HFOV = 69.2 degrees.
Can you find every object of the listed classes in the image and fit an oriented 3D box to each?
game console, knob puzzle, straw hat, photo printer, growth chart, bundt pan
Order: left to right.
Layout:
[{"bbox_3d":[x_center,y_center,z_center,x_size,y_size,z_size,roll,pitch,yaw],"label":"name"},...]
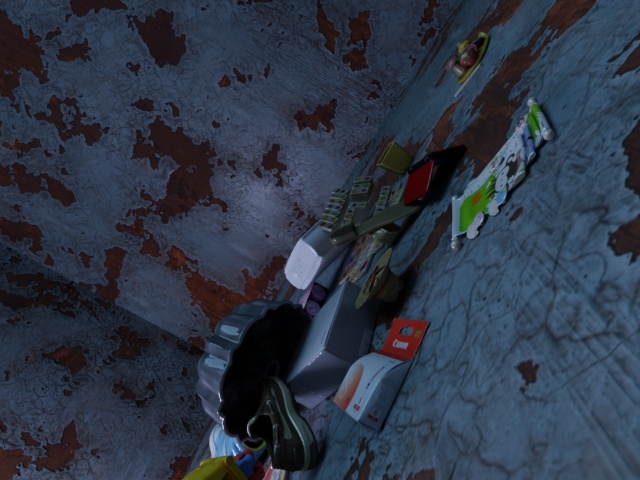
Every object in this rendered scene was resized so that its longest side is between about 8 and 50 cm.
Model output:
[{"bbox_3d":[-0.157,0.283,1.082,0.331,0.124,0.331,-27,-56,-50],"label":"bundt pan"},{"bbox_3d":[-0.123,0.535,0.952,0.213,0.030,0.213,-59,7,12],"label":"knob puzzle"},{"bbox_3d":[0.031,-0.004,1.517,0.307,0.107,0.256,-43,-10,-33],"label":"photo printer"},{"bbox_3d":[0.126,0.087,0.892,0.144,0.061,0.144,-59,0,1],"label":"straw hat"},{"bbox_3d":[0.252,-0.145,1.041,0.124,0.085,0.144,-16,-2,-12],"label":"game console"},{"bbox_3d":[0.280,-0.103,0.739,0.237,0.021,0.172,-57,8,31],"label":"growth chart"}]

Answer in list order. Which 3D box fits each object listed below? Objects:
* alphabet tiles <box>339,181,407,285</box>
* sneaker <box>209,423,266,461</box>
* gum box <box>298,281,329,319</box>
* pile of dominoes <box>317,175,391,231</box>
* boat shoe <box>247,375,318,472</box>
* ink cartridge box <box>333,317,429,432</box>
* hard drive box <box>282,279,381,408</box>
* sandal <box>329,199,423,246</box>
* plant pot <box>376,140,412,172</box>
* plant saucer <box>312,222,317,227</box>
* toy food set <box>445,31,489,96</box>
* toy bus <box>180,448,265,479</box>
[{"bbox_3d":[0.150,-0.011,1.367,0.342,0.011,0.285,-64,8,-33],"label":"alphabet tiles"},{"bbox_3d":[-0.208,0.523,1.262,0.208,0.127,0.319,-61,16,6],"label":"sneaker"},{"bbox_3d":[-0.044,0.238,1.509,0.107,0.062,0.188,-54,8,42],"label":"gum box"},{"bbox_3d":[0.100,-0.113,1.396,0.251,0.196,0.040,-66,-33,-49],"label":"pile of dominoes"},{"bbox_3d":[-0.095,0.341,0.894,0.257,0.095,0.095,-156,68,-63],"label":"boat shoe"},{"bbox_3d":[0.092,0.198,0.740,0.179,0.045,0.145,-64,8,-12],"label":"ink cartridge box"},{"bbox_3d":[0.018,0.224,0.985,0.232,0.089,0.181,-54,9,45],"label":"hard drive box"},{"bbox_3d":[0.146,-0.020,1.122,0.240,0.079,0.088,-21,21,17],"label":"sandal"},{"bbox_3d":[0.236,-0.250,1.448,0.081,0.083,0.081,-59,7,4],"label":"plant pot"},{"bbox_3d":[0.000,0.000,1.674,0.067,0.018,0.192,-57,-27,-12],"label":"plant saucer"},{"bbox_3d":[0.420,-0.537,1.360,0.128,0.071,0.218,-52,11,52],"label":"toy food set"},{"bbox_3d":[-0.161,0.490,0.824,0.149,0.220,0.211,-35,-2,43],"label":"toy bus"}]
